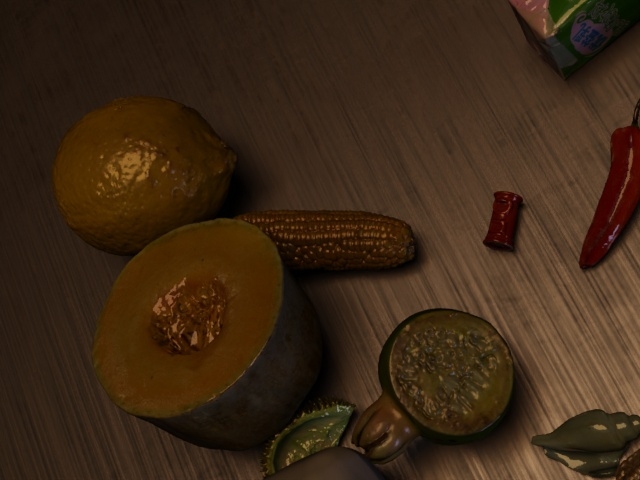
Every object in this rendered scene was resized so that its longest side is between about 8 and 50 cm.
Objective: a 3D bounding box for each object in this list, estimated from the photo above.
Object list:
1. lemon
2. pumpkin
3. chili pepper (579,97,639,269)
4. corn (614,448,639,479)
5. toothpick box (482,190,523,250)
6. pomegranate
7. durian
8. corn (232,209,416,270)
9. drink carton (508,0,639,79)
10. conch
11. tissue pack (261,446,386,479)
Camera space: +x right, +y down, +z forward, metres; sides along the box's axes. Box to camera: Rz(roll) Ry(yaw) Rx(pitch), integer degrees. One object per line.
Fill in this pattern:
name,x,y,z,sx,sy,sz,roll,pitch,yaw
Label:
lemon,-0.277,-0.101,2.038,0.310,0.253,0.253,-10,70,18
pumpkin,-0.155,0.149,1.915,0.332,0.199,0.332,-16,54,23
chili pepper,0.432,-0.083,1.858,0.063,0.071,0.272,19,85,-13
corn,0.485,0.279,1.711,0.211,0.087,0.087,-37,64,2
toothpick box,0.270,-0.030,1.912,0.047,0.047,0.083,8,76,24
pomegranate,0.161,0.218,1.807,0.190,0.159,0.241,20,73,0
durian,-0.036,0.311,1.911,0.100,0.086,0.215,34,95,12
corn,-0.002,-0.003,1.983,0.313,0.102,0.102,-3,72,20
drink carton,0.419,-0.379,1.902,0.271,0.161,0.108,-40,63,6
conch,0.380,0.271,1.770,0.180,0.088,0.065,-17,24,23
tissue pack,-0.041,0.439,1.765,0.333,0.236,0.229,-36,75,7
